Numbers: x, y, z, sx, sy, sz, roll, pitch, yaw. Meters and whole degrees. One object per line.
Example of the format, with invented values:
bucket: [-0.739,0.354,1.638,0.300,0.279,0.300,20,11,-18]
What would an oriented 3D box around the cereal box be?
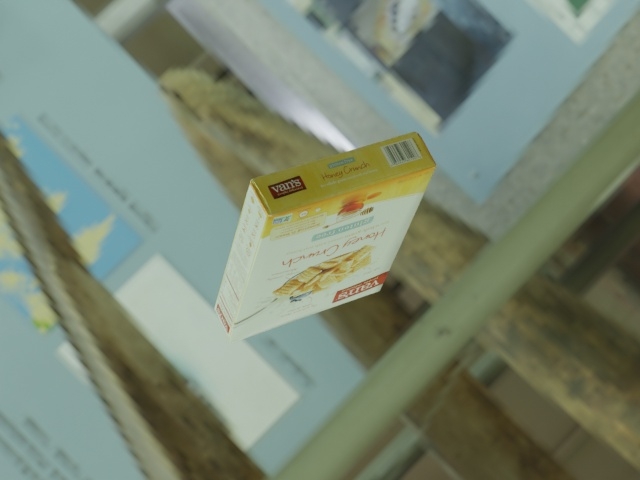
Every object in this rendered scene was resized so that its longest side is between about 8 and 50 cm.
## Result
cereal box: [0.000,0.000,1.672,0.047,0.173,0.240,62,157,24]
